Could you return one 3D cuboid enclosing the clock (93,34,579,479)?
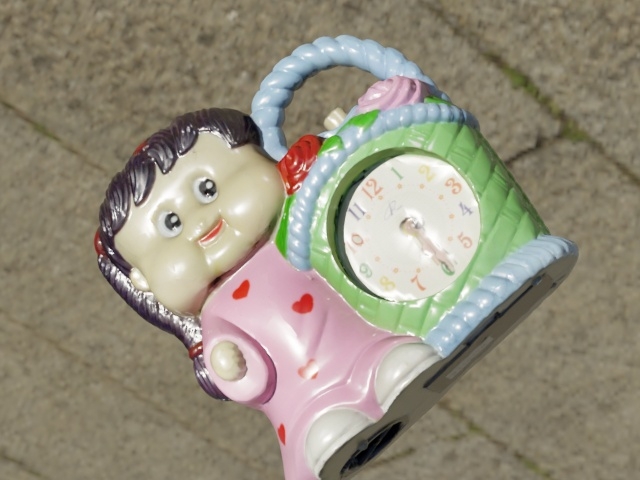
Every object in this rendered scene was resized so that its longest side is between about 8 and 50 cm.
[{"bbox_3d":[0.000,0.000,0.690,0.195,0.194,0.100,46,-177,19],"label":"clock"}]
